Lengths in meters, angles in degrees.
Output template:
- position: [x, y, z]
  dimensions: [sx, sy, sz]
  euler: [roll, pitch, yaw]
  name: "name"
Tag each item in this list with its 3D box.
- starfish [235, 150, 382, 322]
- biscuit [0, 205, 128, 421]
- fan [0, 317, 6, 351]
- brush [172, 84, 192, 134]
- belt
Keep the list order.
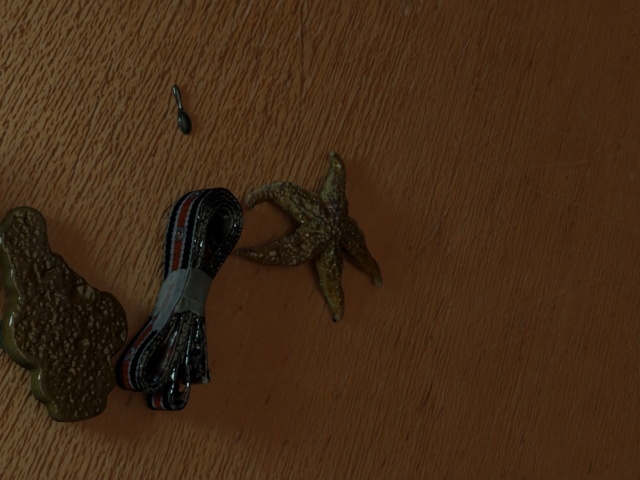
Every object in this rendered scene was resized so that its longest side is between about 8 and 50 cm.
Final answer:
- position: [0.003, 0.000, 1.829]
  dimensions: [0.302, 0.060, 0.299]
  euler: [54, 54, -20]
  name: "starfish"
- position: [-0.382, 0.104, 1.525]
  dimensions: [0.183, 0.047, 0.320]
  euler: [-38, 108, -40]
  name: "biscuit"
- position: [-0.444, 0.140, 1.500]
  dimensions: [0.080, 0.003, 0.060]
  euler: [-34, 104, -36]
  name: "fan"
- position: [-0.226, -0.213, 1.712]
  dimensions: [0.024, 0.008, 0.083]
  euler: [-17, 94, -34]
  name: "brush"
- position: [-0.211, 0.083, 1.630]
  dimensions: [0.126, 0.094, 0.359]
  euler: [24, 69, -32]
  name: "belt"
